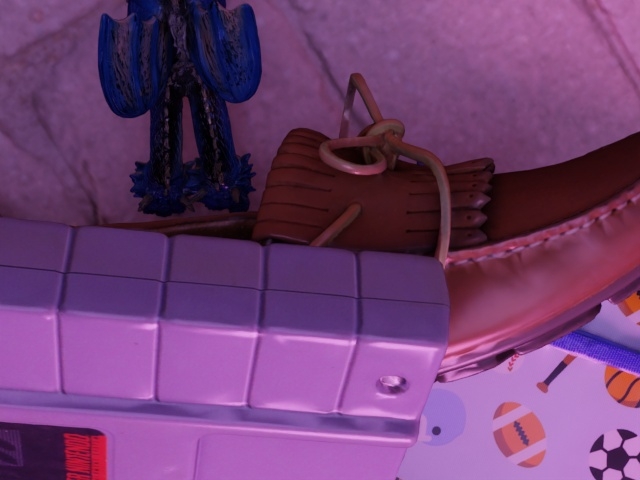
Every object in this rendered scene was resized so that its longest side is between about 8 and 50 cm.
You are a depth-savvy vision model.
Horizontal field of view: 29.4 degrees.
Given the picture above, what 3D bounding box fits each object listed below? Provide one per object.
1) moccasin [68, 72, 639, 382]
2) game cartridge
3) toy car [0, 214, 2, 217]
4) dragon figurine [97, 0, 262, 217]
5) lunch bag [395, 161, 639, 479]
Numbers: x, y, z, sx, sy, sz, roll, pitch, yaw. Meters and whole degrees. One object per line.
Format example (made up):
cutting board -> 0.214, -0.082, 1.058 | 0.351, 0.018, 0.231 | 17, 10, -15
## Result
moccasin -> 0.001, -0.001, 0.618 | 0.380, 0.139, 0.146 | -13, 102, 16
game cartridge -> -0.087, 0.125, 0.589 | 0.230, 0.068, 0.355 | 2, 141, -8
toy car -> -0.274, 0.022, 0.692 | 0.182, 0.159, 0.136 | 33, 103, -8
dragon figurine -> -0.078, -0.119, 0.659 | 0.085, 0.289, 0.144 | -7, 62, -5
lunch bag -> 0.085, 0.087, 0.748 | 0.304, 0.115, 0.243 | 20, 95, -7
